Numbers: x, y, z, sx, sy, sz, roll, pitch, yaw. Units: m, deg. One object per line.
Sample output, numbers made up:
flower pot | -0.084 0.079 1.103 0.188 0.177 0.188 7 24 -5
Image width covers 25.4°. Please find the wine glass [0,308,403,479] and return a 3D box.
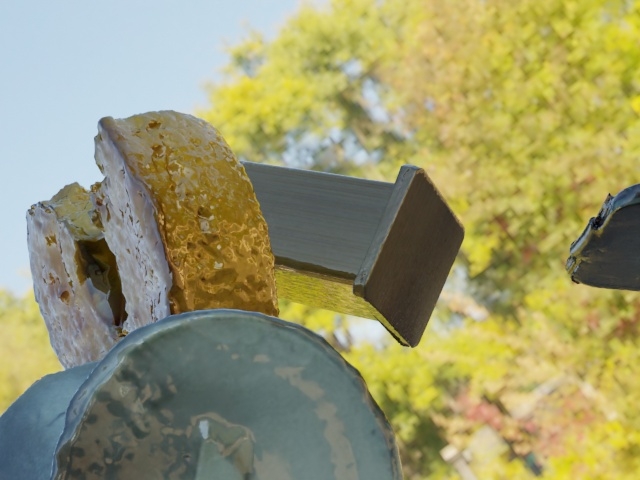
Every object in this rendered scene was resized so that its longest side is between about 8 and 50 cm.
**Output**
wine glass | -0.105 0.176 0.971 0.267 0.267 0.406 -31 -4 -21

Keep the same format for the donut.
donut | -0.180 0.064 1.597 0.163 0.378 0.435 -12 -3 -28

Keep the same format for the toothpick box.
toothpick box | 0.000 0.000 1.895 0.187 0.308 0.190 45 -118 -53

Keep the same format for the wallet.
wallet | 0.284 -0.004 1.191 0.137 0.031 0.255 0 -19 -1
